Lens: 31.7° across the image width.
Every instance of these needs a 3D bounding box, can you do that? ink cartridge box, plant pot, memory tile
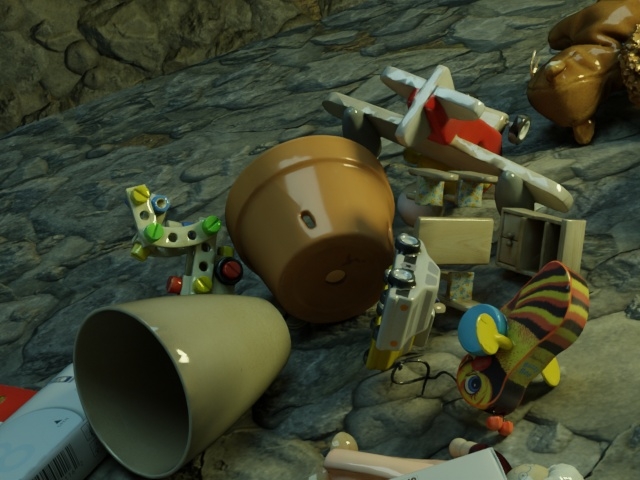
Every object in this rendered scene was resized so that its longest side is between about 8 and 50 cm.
[{"bbox_3d":[-0.503,0.304,1.783,0.385,0.091,0.308,2,32,33],"label":"ink cartridge box"},{"bbox_3d":[0.000,0.000,1.878,0.290,0.291,0.203,-18,43,-1],"label":"plant pot"},{"bbox_3d":[-0.182,0.181,1.683,0.256,0.257,0.274,6,19,41],"label":"plant pot"},{"bbox_3d":[-0.092,0.135,1.942,0.148,0.012,0.113,-15,26,5],"label":"memory tile"}]

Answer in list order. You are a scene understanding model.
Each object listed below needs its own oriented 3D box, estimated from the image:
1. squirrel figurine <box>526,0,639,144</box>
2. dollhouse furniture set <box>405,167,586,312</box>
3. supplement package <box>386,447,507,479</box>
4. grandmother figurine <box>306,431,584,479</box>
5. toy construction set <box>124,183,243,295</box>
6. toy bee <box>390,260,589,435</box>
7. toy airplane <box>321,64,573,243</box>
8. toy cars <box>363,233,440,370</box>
[{"bbox_3d":[0.599,-0.363,2.207,0.370,0.281,0.397,-38,29,-24],"label":"squirrel figurine"},{"bbox_3d":[0.260,0.006,1.742,0.242,0.212,0.161,0,10,-28],"label":"dollhouse furniture set"},{"bbox_3d":[0.081,0.371,1.170,0.292,0.178,0.175,-17,25,0],"label":"supplement package"},{"bbox_3d":[0.151,0.302,1.360,0.342,0.104,0.208,-4,37,32],"label":"grandmother figurine"},{"bbox_3d":[-0.247,0.083,1.869,0.215,0.328,0.151,12,-4,-22],"label":"toy construction set"},{"bbox_3d":[0.253,0.173,1.518,0.195,0.298,0.162,7,45,-29],"label":"toy bee"},{"bbox_3d":[0.211,-0.149,1.980,0.384,0.272,0.386,22,6,-19],"label":"toy airplane"},{"bbox_3d":[0.123,0.095,1.566,0.087,0.177,0.394,14,-13,2],"label":"toy cars"}]
